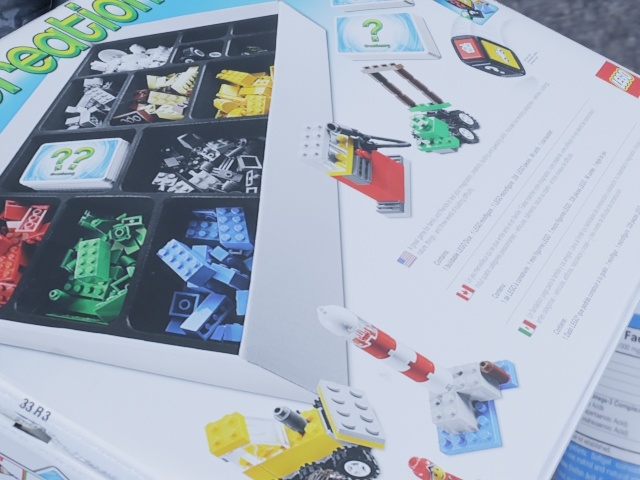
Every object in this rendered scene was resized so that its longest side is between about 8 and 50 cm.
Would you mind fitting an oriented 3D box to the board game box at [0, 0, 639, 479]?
[{"bbox_3d":[-0.004,-0.006,0.453,0.193,0.305,0.053,29,124,10],"label":"board game box"}]

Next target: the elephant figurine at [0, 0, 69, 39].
[{"bbox_3d":[-0.146,-0.134,0.719,0.186,0.169,0.239,-25,133,-37],"label":"elephant figurine"}]

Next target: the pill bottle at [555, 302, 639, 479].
[{"bbox_3d":[0.188,0.070,0.769,0.124,0.124,0.221,9,93,-22],"label":"pill bottle"}]
